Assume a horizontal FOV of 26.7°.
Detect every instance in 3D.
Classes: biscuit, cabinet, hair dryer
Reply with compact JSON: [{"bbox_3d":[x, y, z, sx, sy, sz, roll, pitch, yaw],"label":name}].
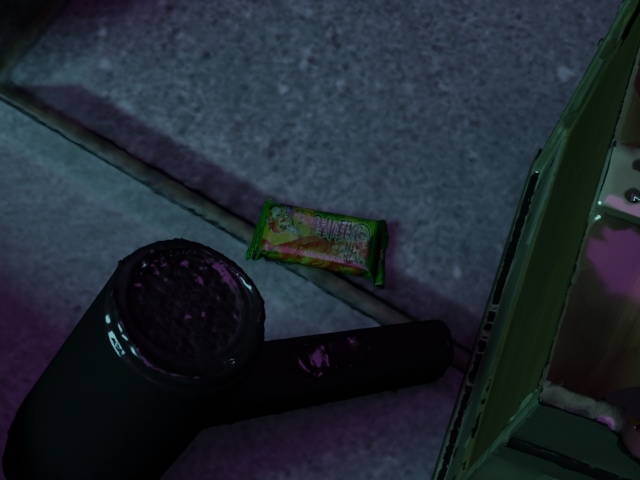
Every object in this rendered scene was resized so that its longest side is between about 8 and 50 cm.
[{"bbox_3d":[0.000,0.000,0.849,0.089,0.016,0.046,10,68,-1],"label":"biscuit"},{"bbox_3d":[0.212,0.043,0.689,0.227,0.318,0.290,20,67,3],"label":"cabinet"},{"bbox_3d":[-0.034,0.071,0.754,0.251,0.197,0.089,-6,63,-31],"label":"hair dryer"}]
